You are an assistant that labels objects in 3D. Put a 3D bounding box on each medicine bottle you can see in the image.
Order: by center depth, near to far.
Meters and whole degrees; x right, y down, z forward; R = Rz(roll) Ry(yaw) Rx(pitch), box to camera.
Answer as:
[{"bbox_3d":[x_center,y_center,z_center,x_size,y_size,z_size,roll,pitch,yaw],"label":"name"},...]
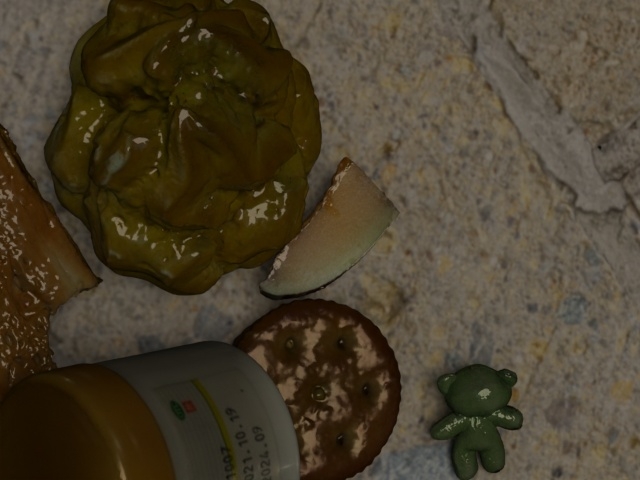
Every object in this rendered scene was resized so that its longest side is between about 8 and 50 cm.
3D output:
[{"bbox_3d":[-0.176,0.232,1.325,0.231,0.237,0.238,-8,93,-44],"label":"medicine bottle"}]

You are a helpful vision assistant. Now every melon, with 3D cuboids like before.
[{"bbox_3d":[0.005,0.002,1.502,0.182,0.054,0.098,-55,137,-4],"label":"melon"}]

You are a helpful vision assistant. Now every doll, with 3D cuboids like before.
[{"bbox_3d":[0.184,0.214,1.568,0.115,0.077,0.150,-5,111,-6],"label":"doll"}]

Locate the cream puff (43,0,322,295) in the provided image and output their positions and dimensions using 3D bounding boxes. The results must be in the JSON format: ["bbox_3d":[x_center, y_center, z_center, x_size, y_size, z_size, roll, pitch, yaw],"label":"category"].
[{"bbox_3d":[-0.130,-0.108,1.372,0.291,0.257,0.325,17,84,-13],"label":"cream puff"}]

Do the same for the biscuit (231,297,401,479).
[{"bbox_3d":[-0.013,0.176,1.503,0.220,0.066,0.221,1,88,-20],"label":"biscuit"}]

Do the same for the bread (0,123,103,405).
[{"bbox_3d":[-0.355,0.001,1.378,0.185,0.109,0.380,-34,102,-26],"label":"bread"}]
